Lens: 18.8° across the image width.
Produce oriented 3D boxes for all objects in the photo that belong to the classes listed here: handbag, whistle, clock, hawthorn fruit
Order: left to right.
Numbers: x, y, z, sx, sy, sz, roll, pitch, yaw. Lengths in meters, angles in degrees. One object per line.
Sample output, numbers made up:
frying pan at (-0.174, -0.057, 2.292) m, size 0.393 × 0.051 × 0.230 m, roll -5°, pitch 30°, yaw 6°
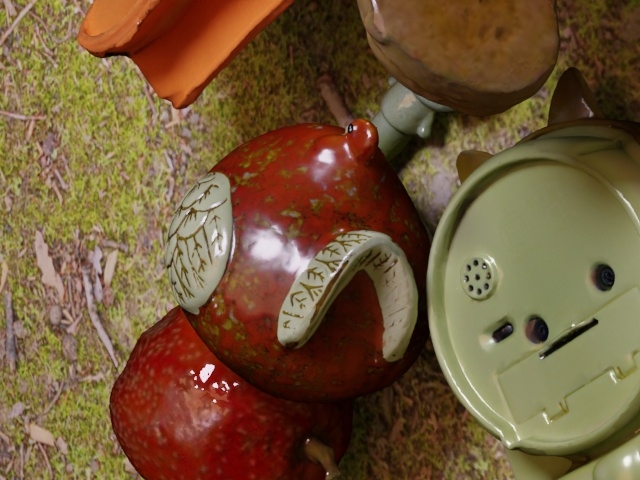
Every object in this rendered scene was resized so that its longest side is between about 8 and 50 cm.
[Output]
hawthorn fruit at (-0.064, 0.160, 1.734) m, size 0.253 × 0.205 × 0.205 m, roll 23°, pitch 109°, yaw 36°
handbag at (-0.036, -0.322, 1.625) m, size 0.410 × 0.116 × 0.303 m, roll -40°, pitch 28°, yaw 39°
whistle at (0.085, -0.130, 1.651) m, size 0.198 × 0.057 × 0.104 m, roll -48°, pitch 59°, yaw 36°
clock at (0.203, 0.049, 1.495) m, size 0.286 × 0.117 × 0.348 m, roll -39°, pitch 65°, yaw 40°

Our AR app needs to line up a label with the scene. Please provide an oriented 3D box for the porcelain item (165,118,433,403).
porcelain item at (0.000, 0.000, 1.610) m, size 0.253 × 0.253 × 0.252 m, roll 4°, pitch 95°, yaw 46°

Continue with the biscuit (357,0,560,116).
biscuit at (0.131, -0.293, 1.381) m, size 0.368 × 0.394 × 0.076 m, roll 42°, pitch 164°, yaw 3°
